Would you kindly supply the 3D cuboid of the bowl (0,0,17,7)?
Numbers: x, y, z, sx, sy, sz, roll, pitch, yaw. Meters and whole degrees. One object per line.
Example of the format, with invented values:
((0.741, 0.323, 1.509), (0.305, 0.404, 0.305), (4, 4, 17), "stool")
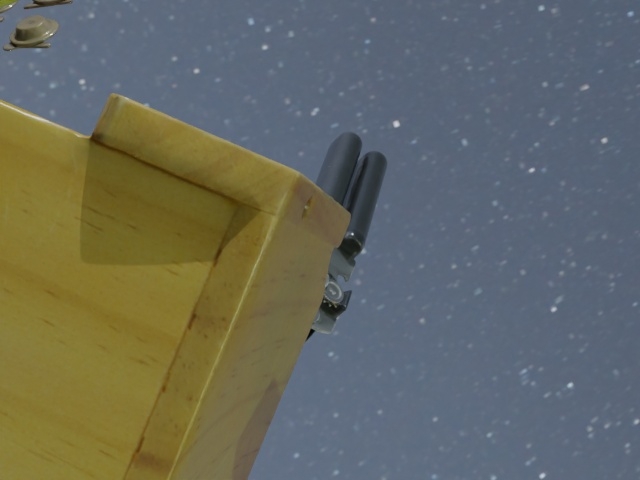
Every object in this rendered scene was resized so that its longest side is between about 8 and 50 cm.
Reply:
((-0.269, -0.297, 0.731), (0.289, 0.289, 0.156), (50, -14, 18), "bowl")

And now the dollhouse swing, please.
((-0.200, 0.073, 0.741), (0.305, 0.315, 0.346), (22, -91, 10), "dollhouse swing")

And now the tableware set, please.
((-0.342, -0.252, 1.294), (0.141, 0.168, 0.020), (-2, -50, 14), "tableware set")

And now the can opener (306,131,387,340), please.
((0.000, 0.000, 1.235), (0.076, 0.283, 0.095), (36, -50, -15), "can opener")
